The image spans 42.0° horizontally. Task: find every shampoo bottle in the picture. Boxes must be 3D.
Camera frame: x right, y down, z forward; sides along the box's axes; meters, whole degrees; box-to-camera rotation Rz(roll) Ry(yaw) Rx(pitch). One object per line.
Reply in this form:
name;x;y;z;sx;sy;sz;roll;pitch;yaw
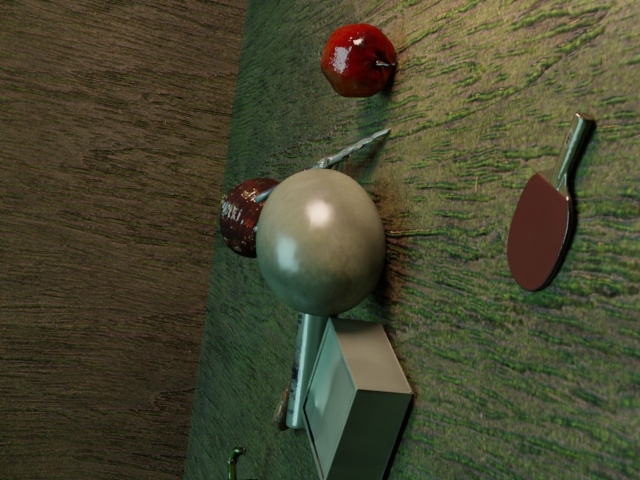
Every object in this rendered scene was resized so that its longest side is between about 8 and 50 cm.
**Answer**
shampoo bottle;-0.024;0.251;1.939;0.134;0.078;0.360;141;135;-82

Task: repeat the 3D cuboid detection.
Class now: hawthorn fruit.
hawthorn fruit;0.093;-0.375;1.740;0.194;0.156;0.157;22;104;55

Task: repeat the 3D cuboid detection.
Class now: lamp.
lamp;-0.180;-0.066;2.358;0.247;0.246;0.247;-172;90;-74

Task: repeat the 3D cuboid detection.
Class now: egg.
egg;0.000;0.000;1.649;0.352;0.258;0.259;-87;14;-53

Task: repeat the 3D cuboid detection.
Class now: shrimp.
shrimp;-0.084;0.411;2.051;0.223;0.047;0.126;93;-168;-71

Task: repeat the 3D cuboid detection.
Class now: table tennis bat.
table tennis bat;0.301;-0.048;1.087;0.138;0.022;0.247;-110;30;-57

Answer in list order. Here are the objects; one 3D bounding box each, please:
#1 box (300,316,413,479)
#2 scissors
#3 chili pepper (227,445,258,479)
box;0.065;0.300;1.543;0.225;0.117;0.225;-113;35;-59
scissors;0.018;-0.173;1.853;0.383;0.256;0.029;-19;99;60
chili pepper;-0.233;0.703;2.296;0.165;0.173;0.261;69;-160;-70
